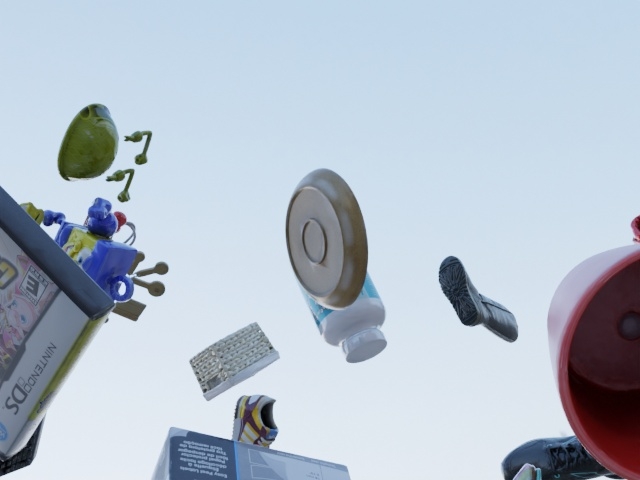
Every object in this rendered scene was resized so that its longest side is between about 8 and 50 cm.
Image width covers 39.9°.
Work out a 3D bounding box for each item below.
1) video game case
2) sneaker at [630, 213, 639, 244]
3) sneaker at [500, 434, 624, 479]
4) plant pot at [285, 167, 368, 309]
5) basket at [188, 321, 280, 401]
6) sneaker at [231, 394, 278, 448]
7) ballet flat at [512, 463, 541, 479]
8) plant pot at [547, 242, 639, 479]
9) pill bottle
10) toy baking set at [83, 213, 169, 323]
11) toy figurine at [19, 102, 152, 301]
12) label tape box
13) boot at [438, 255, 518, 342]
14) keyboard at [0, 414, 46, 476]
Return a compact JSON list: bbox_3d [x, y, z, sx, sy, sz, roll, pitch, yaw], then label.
[{"bbox_3d":[-0.347,0.047,0.850,0.248,0.275,0.035,-51,-9,34],"label":"video game case"},{"bbox_3d":[0.545,0.009,1.424,0.107,0.118,0.279,-48,-6,-27],"label":"sneaker"},{"bbox_3d":[0.445,0.370,1.529,0.267,0.101,0.106,-9,-31,-4],"label":"sneaker"},{"bbox_3d":[0.000,0.000,1.448,0.032,0.236,0.236,-8,-37,-31],"label":"plant pot"},{"bbox_3d":[-0.191,0.263,1.938,0.113,0.103,0.167,-36,-9,40],"label":"basket"},{"bbox_3d":[-0.125,0.393,1.710,0.084,0.186,0.069,-6,-11,31],"label":"sneaker"},{"bbox_3d":[0.199,0.348,0.919,0.079,0.222,0.077,-5,-14,15],"label":"ballet flat"},{"bbox_3d":[0.388,0.119,1.031,0.275,0.275,0.243,-29,3,5],"label":"plant pot"},{"bbox_3d":[0.044,0.117,1.810,0.146,0.264,0.146,-19,-29,-11],"label":"pill bottle"},{"bbox_3d":[-0.422,0.056,1.771,0.196,0.030,0.256,-33,-60,8],"label":"toy baking set"},{"bbox_3d":[-0.319,0.007,1.315,0.191,0.217,0.363,18,-77,-54],"label":"toy figurine"},{"bbox_3d":[-0.066,0.369,0.962,0.240,0.334,0.106,17,-67,-17],"label":"label tape box"},{"bbox_3d":[0.366,0.136,2.010,0.076,0.190,0.208,-32,-29,33],"label":"boot"},{"bbox_3d":[-0.591,0.312,1.674,0.201,0.033,0.317,-5,-66,-55],"label":"keyboard"}]
